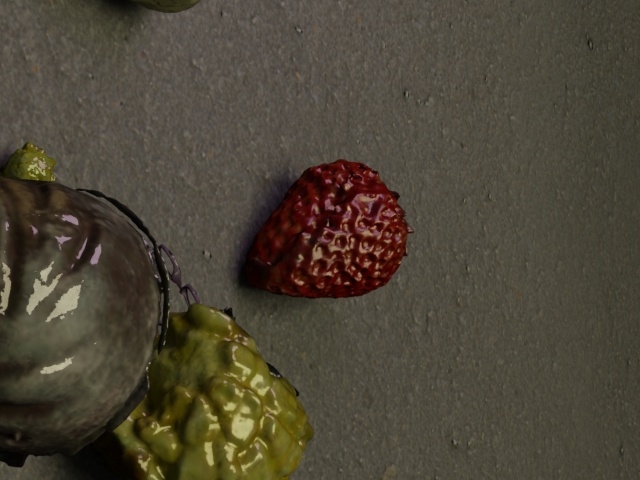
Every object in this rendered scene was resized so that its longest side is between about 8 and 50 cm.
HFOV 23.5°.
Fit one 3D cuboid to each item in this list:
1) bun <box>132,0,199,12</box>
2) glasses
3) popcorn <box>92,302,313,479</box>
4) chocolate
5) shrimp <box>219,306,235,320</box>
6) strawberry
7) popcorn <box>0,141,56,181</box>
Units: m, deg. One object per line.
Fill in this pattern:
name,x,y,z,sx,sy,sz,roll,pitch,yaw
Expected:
bun,-0.230,-0.402,1.926,0.244,0.153,0.244,-17,90,-74
glasses,-0.216,0.075,1.937,0.104,0.140,0.062,-25,153,-21
popcorn,-0.154,0.212,1.855,0.237,0.293,0.293,-43,127,-6
chocolate,-0.327,0.066,1.538,0.213,0.303,0.303,28,61,-63
shrimp,-0.122,0.168,2.092,0.091,0.034,0.161,-20,107,-67
strawberry,0.000,0.000,2.176,0.244,0.205,0.205,-26,107,-33
popcorn,-0.343,-0.072,1.784,0.068,0.059,0.083,32,80,-82
